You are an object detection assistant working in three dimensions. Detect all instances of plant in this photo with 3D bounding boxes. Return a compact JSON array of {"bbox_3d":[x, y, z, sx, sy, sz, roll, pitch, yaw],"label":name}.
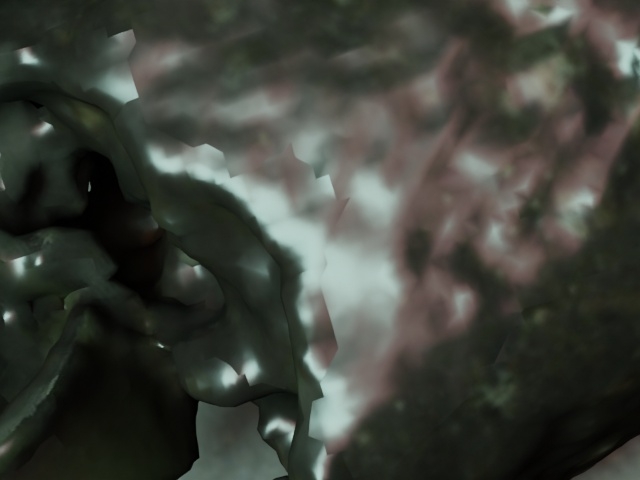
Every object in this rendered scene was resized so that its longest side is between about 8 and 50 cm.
[{"bbox_3d":[0.000,0.000,0.545,0.276,0.199,0.188,-26,78,11],"label":"plant"}]
